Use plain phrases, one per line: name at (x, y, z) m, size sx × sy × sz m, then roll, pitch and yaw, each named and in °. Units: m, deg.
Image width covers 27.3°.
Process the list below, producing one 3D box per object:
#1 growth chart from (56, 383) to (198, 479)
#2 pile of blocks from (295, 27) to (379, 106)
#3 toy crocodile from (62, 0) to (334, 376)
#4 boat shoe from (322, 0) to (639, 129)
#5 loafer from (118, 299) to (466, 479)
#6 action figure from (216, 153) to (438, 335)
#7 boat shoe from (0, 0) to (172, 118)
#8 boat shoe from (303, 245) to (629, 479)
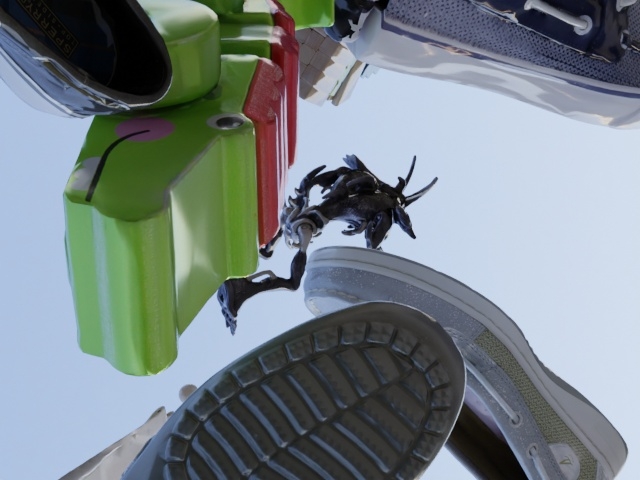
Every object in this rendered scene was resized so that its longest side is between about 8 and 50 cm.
growth chart at (-0.163, 0.209, 0.975) m, size 0.237 × 0.021 × 0.172 m, roll -28°, pitch -46°, yaw -41°
pile of blocks at (0.028, -0.282, 1.777) m, size 0.112 × 0.149 × 0.362 m, roll 35°, pitch -147°, yaw 13°
toy crocodile at (-0.049, -0.058, 0.564) m, size 0.340 × 0.105 × 0.115 m, roll -86°, pitch -3°, yaw -66°
boat shoe at (0.160, -0.174, 0.830) m, size 0.340 × 0.158 × 0.127 m, roll 2°, pitch -133°, yaw -38°
loafer at (-0.042, 0.107, 0.599) m, size 0.094 × 0.251 × 0.087 m, roll 50°, pitch -164°, yaw -7°
action figure at (0.000, 0.000, 1.472) m, size 0.275 × 0.141 × 0.164 m, roll -22°, pitch -130°, yaw -16°
boat shoe at (-0.087, -0.082, 0.344) m, size 0.142 × 0.040 × 0.049 m, roll 48°, pitch -123°, yaw -48°
boat shoe at (0.106, 0.120, 1.008) m, size 0.320 × 0.118 × 0.103 m, roll 42°, pitch -119°, yaw -23°
